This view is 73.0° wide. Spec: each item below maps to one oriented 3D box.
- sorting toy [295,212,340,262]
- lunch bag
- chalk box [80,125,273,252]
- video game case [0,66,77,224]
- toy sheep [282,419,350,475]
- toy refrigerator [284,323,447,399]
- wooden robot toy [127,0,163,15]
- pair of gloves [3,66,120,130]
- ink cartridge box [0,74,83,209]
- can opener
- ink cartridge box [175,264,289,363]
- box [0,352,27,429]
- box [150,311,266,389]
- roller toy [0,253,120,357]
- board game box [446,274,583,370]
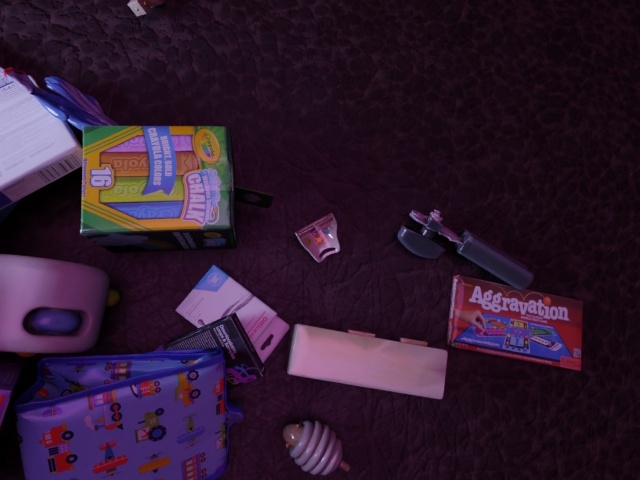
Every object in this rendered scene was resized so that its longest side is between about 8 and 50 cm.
[{"bbox_3d":[0.000,0.000,0.842,0.083,0.045,0.075,-29,92,-14],"label":"sorting toy"},{"bbox_3d":[-0.265,0.288,0.662,0.294,0.138,0.220,-4,104,-18],"label":"lunch bag"},{"bbox_3d":[-0.230,-0.083,0.749,0.289,0.180,0.178,-3,79,-11],"label":"chalk box"},{"bbox_3d":[-0.617,-0.181,0.761,0.245,0.061,0.269,31,75,-4],"label":"video game case"},{"bbox_3d":[-0.006,0.356,0.743,0.132,0.091,0.091,28,75,-3],"label":"toy sheep"},{"bbox_3d":[0.078,0.211,0.780,0.270,0.102,0.094,12,77,-6],"label":"toy refrigerator"},{"bbox_3d":[-0.362,-0.528,0.887,0.079,0.076,0.173,0,76,26],"label":"wooden robot toy"},{"bbox_3d":[-0.426,-0.237,0.749,0.159,0.198,0.023,37,101,-11],"label":"pair of gloves"},{"bbox_3d":[-0.525,-0.150,0.702,0.223,0.045,0.224,-35,64,-15],"label":"ink cartridge box"},{"bbox_3d":[0.293,0.022,0.881,0.281,0.074,0.093,27,110,-2],"label":"can opener"},{"bbox_3d":[-0.151,0.139,0.776,0.180,0.060,0.104,38,75,-1],"label":"ink cartridge box"},{"bbox_3d":[-0.466,0.270,0.578,0.057,0.293,0.200,19,75,-28],"label":"box"},{"bbox_3d":[-0.188,0.203,0.728,0.162,0.029,0.115,-24,98,13],"label":"box"},{"bbox_3d":[-0.441,0.104,0.666,0.210,0.191,0.146,7,78,-8],"label":"roller toy"},{"bbox_3d":[0.400,0.168,0.882,0.282,0.027,0.144,12,76,-7],"label":"board game box"}]
